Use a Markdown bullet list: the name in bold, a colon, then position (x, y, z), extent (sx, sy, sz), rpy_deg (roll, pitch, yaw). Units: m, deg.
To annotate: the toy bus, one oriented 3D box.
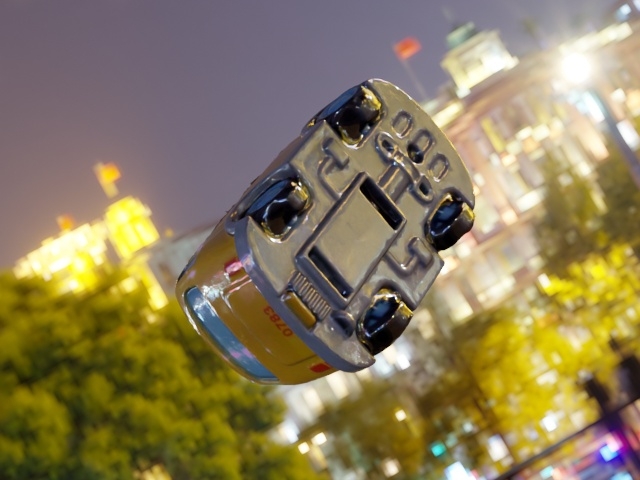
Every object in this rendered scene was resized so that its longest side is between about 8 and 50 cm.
- **toy bus**: position (0.000, 0.000, 1.014), extent (0.136, 0.126, 0.209), rpy_deg (-29, 18, 46)
